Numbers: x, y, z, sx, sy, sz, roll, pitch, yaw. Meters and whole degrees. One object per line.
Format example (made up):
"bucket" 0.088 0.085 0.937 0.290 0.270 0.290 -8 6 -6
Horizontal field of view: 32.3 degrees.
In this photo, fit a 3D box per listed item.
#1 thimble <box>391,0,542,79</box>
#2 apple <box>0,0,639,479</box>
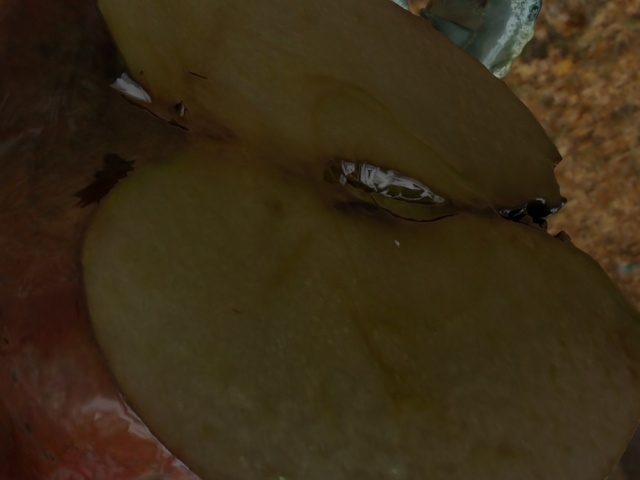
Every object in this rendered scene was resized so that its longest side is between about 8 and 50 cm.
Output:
"thimble" 0.107 -0.278 1.156 0.254 0.167 0.288 -33 127 -19
"apple" 0.000 0.000 0.534 0.365 0.328 0.295 10 -178 -42
